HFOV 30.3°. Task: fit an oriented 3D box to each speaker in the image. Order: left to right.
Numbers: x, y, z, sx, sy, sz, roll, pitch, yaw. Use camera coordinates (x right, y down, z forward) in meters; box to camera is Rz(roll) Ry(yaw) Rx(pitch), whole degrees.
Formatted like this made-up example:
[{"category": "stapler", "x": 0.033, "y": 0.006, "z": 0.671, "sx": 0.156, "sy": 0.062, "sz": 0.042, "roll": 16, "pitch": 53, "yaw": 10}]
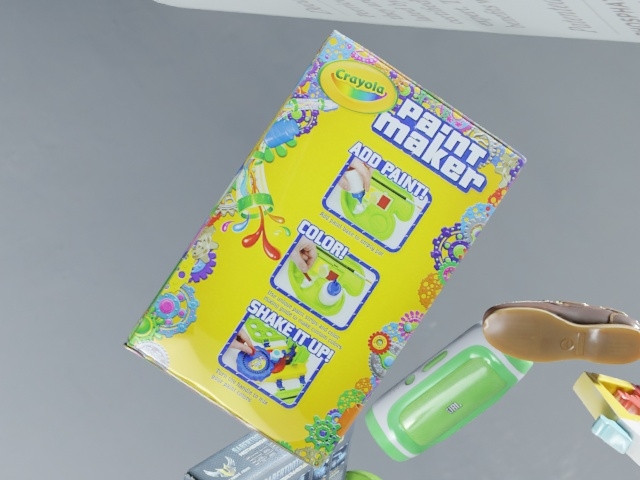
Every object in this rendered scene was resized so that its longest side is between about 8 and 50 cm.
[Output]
[{"category": "speaker", "x": 0.225, "y": 0.263, "z": 2.082, "sx": 0.131, "sy": 0.296, "sz": 0.131, "roll": 47, "pitch": 13, "yaw": -15}]

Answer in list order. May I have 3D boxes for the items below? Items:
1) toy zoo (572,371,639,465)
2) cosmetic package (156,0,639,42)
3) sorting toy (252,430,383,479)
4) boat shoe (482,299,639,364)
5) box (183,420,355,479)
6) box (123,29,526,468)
[{"category": "toy zoo", "x": 0.436, "y": 0.246, "z": 1.460, "sx": 0.293, "sy": 0.030, "sz": 0.192, "roll": 17, "pitch": 22, "yaw": -35}, {"category": "cosmetic package", "x": 0.029, "y": -0.279, "z": 0.474, "sx": 0.327, "sy": 0.393, "sz": 0.329, "roll": 9, "pitch": 91, "yaw": -62}, {"category": "sorting toy", "x": 0.074, "y": 0.315, "z": 1.456, "sx": 0.126, "sy": 0.127, "sz": 0.365, "roll": -16, "pitch": 34, "yaw": -42}, {"category": "boat shoe", "x": 0.302, "y": 0.112, "z": 1.485, "sx": 0.207, "sy": 0.073, "sz": 0.073, "roll": 10, "pitch": 24, "yaw": -4}, {"category": "box", "x": -0.059, "y": 0.289, "z": 1.288, "sx": 0.059, "sy": 0.183, "sz": 0.232, "roll": 25, "pitch": 31, "yaw": 29}, {"category": "box", "x": 0.000, "y": 0.000, "z": 0.994, "sx": 0.177, "sy": 0.279, "sz": 0.290, "roll": 33, "pitch": 2, "yaw": -2}]
